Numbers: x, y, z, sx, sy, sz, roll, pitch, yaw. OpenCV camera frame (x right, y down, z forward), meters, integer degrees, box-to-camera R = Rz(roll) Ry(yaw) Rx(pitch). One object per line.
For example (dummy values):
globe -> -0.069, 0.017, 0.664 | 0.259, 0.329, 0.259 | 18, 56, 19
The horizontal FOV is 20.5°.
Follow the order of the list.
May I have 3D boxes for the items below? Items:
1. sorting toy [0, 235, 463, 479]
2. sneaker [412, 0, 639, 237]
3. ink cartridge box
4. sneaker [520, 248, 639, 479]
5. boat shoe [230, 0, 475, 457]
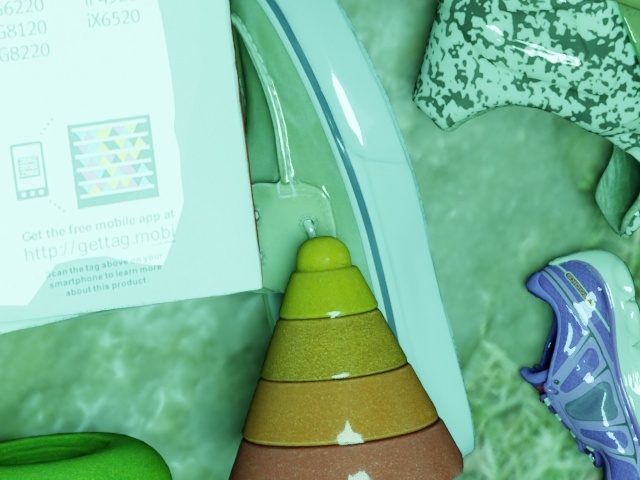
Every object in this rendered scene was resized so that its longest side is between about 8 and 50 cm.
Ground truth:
sorting toy -> -0.116, 0.071, 0.870 | 0.366, 0.127, 0.126 | -5, 94, 1
sneaker -> 0.224, -0.082, 0.988 | 0.410, 0.158, 0.182 | 19, 109, -17
ink cartridge box -> -0.140, -0.121, 0.751 | 0.130, 0.309, 0.272 | -9, 101, -17
sneaker -> 0.155, 0.091, 1.020 | 0.071, 0.068, 0.170 | -12, 93, -1
boat shoe -> 0.000, 0.000, 0.924 | 0.094, 0.109, 0.302 | -22, 106, -12
